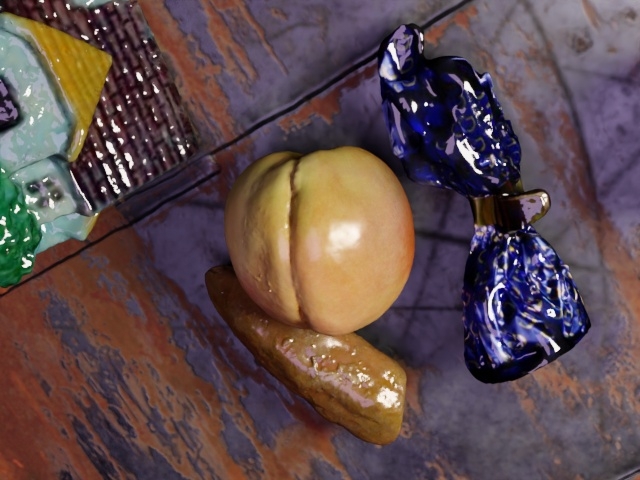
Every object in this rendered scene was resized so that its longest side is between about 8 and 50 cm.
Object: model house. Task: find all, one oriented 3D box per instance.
[{"bbox_3d":[-0.242,-0.140,1.064,0.249,0.230,0.280,-25,104,-5],"label":"model house"}]

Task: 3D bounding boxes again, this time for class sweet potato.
[{"bbox_3d":[-0.014,0.107,1.144,0.252,0.097,0.097,38,112,5],"label":"sweet potato"}]

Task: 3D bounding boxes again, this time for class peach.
[{"bbox_3d":[0.000,0.000,1.058,0.184,0.184,0.184,4,109,12],"label":"peach"}]

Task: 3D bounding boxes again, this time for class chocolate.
[{"bbox_3d":[0.150,-0.042,1.048,0.148,0.126,0.343,-13,99,55],"label":"chocolate"}]
